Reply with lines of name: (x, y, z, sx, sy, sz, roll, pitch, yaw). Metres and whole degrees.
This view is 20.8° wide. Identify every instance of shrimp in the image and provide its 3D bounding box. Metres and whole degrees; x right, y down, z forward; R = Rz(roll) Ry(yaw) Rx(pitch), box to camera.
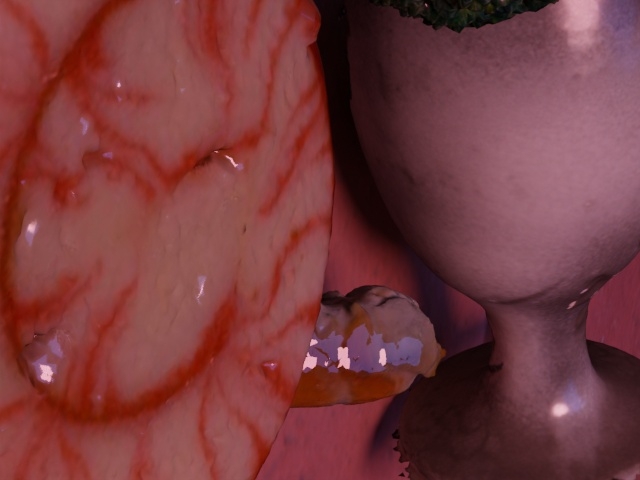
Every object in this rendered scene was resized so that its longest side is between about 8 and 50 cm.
shrimp: (0.000, 0.000, 0.854, 0.161, 0.049, 0.166, 3, 96, -32)

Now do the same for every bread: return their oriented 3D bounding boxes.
bread: (-0.112, -0.011, 0.627, 0.295, 0.114, 0.328, -56, 145, -35)

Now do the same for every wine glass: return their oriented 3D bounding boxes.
wine glass: (0.112, -0.030, 0.936, 0.190, 0.190, 0.357, -45, 135, -44)

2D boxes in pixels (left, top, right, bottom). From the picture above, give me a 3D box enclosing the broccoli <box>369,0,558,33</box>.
broccoli: (0.066, -0.240, 0.688, 0.297, 0.297, 0.298, -66, 150, -42)
